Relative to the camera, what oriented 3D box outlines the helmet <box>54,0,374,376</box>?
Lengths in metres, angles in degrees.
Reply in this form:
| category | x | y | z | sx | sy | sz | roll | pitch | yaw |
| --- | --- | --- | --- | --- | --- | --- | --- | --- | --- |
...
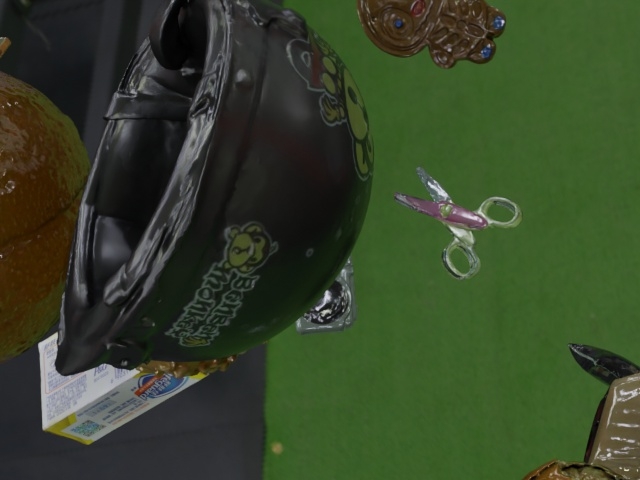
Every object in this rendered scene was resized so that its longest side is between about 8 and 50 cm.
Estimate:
| category | x | y | z | sx | sy | sz | roll | pitch | yaw |
| --- | --- | --- | --- | --- | --- | --- | --- | --- | --- |
| helmet | -0.060 | -0.022 | 0.785 | 0.279 | 0.160 | 0.230 | -62 | 26 | 31 |

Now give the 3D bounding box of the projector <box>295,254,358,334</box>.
| category | x | y | z | sx | sy | sz | roll | pitch | yaw |
| --- | --- | --- | --- | --- | --- | --- | --- | --- | --- |
| projector | 0.000 | 0.000 | 1.860 | 0.099 | 0.192 | 0.256 | -4 | 99 | 1 |

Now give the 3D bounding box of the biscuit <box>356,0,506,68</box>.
| category | x | y | z | sx | sy | sz | roll | pitch | yaw |
| --- | --- | --- | --- | --- | --- | --- | --- | --- | --- |
| biscuit | 0.127 | -0.265 | 1.417 | 0.175 | 0.026 | 0.124 | 21 | 100 | 7 |

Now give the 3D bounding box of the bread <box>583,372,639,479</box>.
| category | x | y | z | sx | sy | sz | roll | pitch | yaw |
| --- | --- | --- | --- | --- | --- | --- | --- | --- | --- |
| bread | 0.423 | 0.234 | 1.420 | 0.212 | 0.142 | 0.224 | -9 | 38 | 35 |

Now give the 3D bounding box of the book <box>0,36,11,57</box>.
| category | x | y | z | sx | sy | sz | roll | pitch | yaw |
| --- | --- | --- | --- | --- | --- | --- | --- | --- | --- |
| book | -0.499 | -0.161 | 1.502 | 0.170 | 0.018 | 0.241 | 11 | 61 | 39 |

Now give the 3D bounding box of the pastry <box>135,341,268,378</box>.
| category | x | y | z | sx | sy | sz | roll | pitch | yaw |
| --- | --- | --- | --- | --- | --- | --- | --- | --- | --- |
| pastry | -0.090 | -0.011 | 1.168 | 0.315 | 0.184 | 0.284 | -60 | 14 | 21 |

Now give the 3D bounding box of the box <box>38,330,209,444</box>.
| category | x | y | z | sx | sy | sz | roll | pitch | yaw |
| --- | --- | --- | --- | --- | --- | --- | --- | --- | --- |
| box | -0.303 | 0.179 | 1.866 | 0.265 | 0.097 | 0.168 | -32 | 49 | 23 |

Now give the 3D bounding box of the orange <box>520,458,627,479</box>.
| category | x | y | z | sx | sy | sz | roll | pitch | yaw |
| --- | --- | --- | --- | --- | --- | --- | --- | --- | --- |
| orange | 0.263 | 0.298 | 1.239 | 0.157 | 0.134 | 0.156 | 1 | 38 | 0 |

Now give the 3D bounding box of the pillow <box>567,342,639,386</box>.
| category | x | y | z | sx | sy | sz | roll | pitch | yaw |
| --- | --- | --- | --- | --- | --- | --- | --- | --- | --- |
| pillow | 0.432 | 0.194 | 1.766 | 0.048 | 0.150 | 0.090 | -66 | 18 | -11 |

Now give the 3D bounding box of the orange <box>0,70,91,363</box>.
| category | x | y | z | sx | sy | sz | roll | pitch | yaw |
| --- | --- | --- | --- | --- | --- | --- | --- | --- | --- |
| orange | -0.385 | -0.031 | 1.249 | 0.322 | 0.322 | 0.357 | -10 | 24 | 17 |

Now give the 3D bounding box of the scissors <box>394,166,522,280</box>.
| category | x | y | z | sx | sy | sz | roll | pitch | yaw |
| --- | --- | --- | --- | --- | --- | --- | --- | --- | --- |
| scissors | 0.181 | -0.035 | 1.706 | 0.133 | 0.020 | 0.187 | -49 | 54 | -1 |
